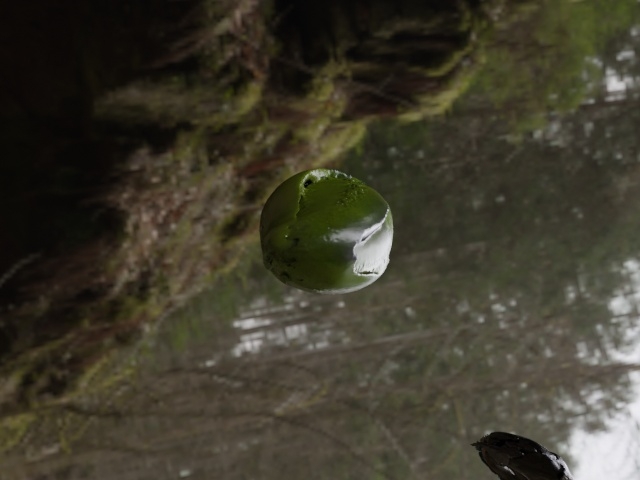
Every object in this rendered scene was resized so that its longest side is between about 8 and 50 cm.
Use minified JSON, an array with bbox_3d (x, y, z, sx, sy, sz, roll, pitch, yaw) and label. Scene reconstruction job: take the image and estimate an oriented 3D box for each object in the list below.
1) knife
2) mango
[{"bbox_3d":[0.279,0.315,1.252,0.365,0.043,0.089,51,-28,-19],"label":"knife"},{"bbox_3d":[0.000,0.000,0.814,0.165,0.091,0.074,-42,147,-69],"label":"mango"}]
